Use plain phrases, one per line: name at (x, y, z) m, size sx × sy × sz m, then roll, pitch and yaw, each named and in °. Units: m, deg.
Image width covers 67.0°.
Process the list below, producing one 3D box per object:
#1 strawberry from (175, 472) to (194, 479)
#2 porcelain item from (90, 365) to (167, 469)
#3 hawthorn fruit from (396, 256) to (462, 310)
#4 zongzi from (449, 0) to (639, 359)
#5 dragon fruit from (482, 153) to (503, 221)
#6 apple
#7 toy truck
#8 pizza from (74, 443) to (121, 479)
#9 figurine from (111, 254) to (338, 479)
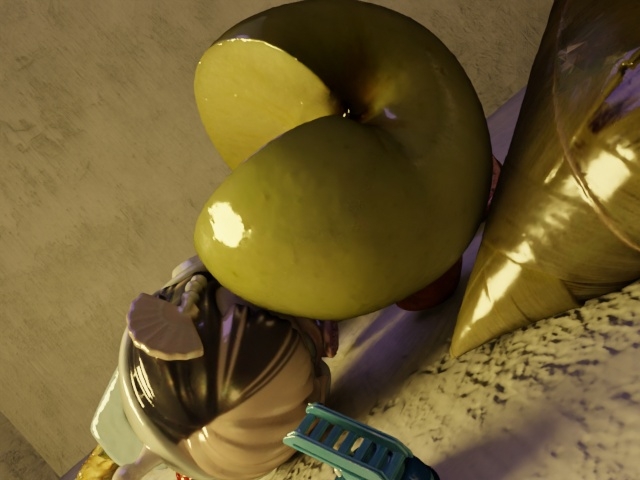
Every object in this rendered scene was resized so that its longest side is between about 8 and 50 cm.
strawberry at (-0.144, 0.278, 0.612) m, size 0.083 × 0.083 × 0.096 m, roll -42°, pitch 11°, yaw -32°
porcelain item at (-0.259, 0.257, 0.929) m, size 0.405 × 0.179 × 0.242 m, roll -6°, pitch -60°, yaw -89°
hawthorn fruit at (0.116, 0.019, 0.609) m, size 0.125 × 0.125 × 0.140 m, roll -143°, pitch 71°, yaw -88°
zongzi at (0.196, -0.075, 0.406) m, size 0.300 × 0.145 × 0.273 m, roll -50°, pitch 22°, yaw 42°
dragon fruit at (0.266, -0.075, 0.788) m, size 0.102 × 0.096 × 0.147 m, roll -18°, pitch -51°, yaw -68°
apple at (0.007, -0.066, 0.462) m, size 0.292 × 0.292 × 0.254 m, roll -41°, pitch -11°, yaw -22°
toy truck at (0.023, 0.141, 0.301) m, size 0.073 × 0.090 × 0.056 m, roll -39°, pitch 2°, yaw 45°
pizza at (-0.473, 0.499, 1.274) m, size 0.435 × 0.080 × 0.392 m, roll -44°, pitch -7°, yaw -31°
figurine at (-0.093, 0.138, 0.598) m, size 0.210 × 0.253 × 0.361 m, roll -57°, pitch 5°, yaw 11°
